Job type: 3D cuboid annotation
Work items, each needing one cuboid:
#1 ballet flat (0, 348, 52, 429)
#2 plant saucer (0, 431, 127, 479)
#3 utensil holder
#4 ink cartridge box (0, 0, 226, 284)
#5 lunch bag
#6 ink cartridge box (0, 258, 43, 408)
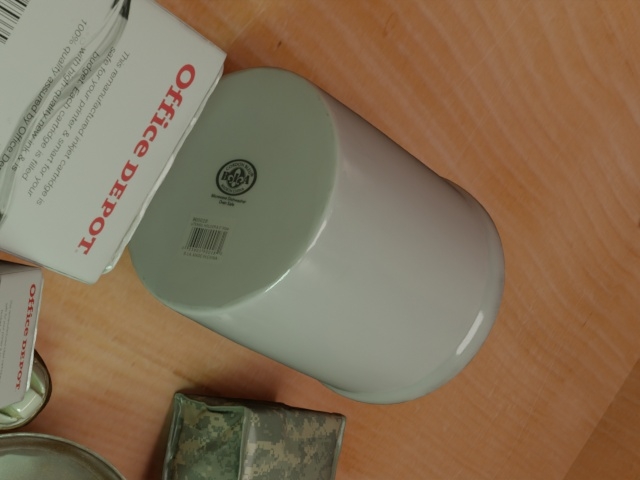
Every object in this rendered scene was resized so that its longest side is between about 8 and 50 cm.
[{"bbox_3d":[-0.369,0.129,1.306,0.116,0.124,0.342,-48,141,-20],"label":"ballet flat"},{"bbox_3d":[-0.359,0.372,1.431,0.310,0.050,0.311,-2,100,-13],"label":"plant saucer"},{"bbox_3d":[0.000,0.000,1.484,0.385,0.327,0.328,33,88,-50],"label":"utensil holder"},{"bbox_3d":[-0.318,-0.160,1.141,0.395,0.166,0.285,30,90,-52],"label":"ink cartridge box"},{"bbox_3d":[-0.103,0.370,1.689,0.235,0.169,0.287,14,82,-51],"label":"lunch bag"},{"bbox_3d":[-0.344,0.093,1.111,0.190,0.082,0.140,-15,114,-75],"label":"ink cartridge box"}]
